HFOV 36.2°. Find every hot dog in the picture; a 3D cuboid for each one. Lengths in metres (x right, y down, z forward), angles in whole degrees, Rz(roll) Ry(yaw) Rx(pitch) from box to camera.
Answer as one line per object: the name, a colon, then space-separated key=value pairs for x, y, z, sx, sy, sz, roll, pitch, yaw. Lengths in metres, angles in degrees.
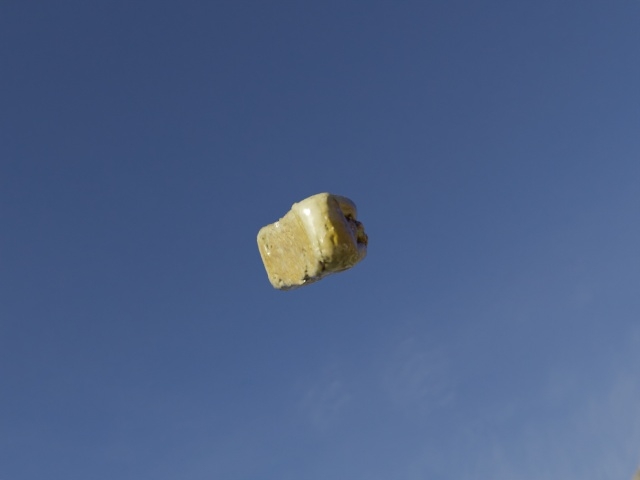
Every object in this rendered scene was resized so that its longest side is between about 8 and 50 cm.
hot dog: x=0.000 y=0.000 z=0.399 sx=0.034 sy=0.030 sz=0.090 roll=-17 pitch=-3 yaw=-16
